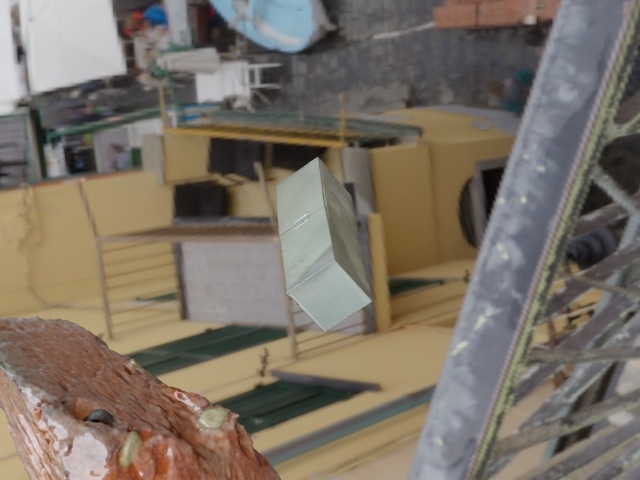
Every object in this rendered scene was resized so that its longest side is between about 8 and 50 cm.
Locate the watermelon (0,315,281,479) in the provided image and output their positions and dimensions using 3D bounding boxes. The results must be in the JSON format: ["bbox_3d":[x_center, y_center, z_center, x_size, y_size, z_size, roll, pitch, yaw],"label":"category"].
[{"bbox_3d":[-0.096,0.138,0.604,0.192,0.139,0.257,8,130,51],"label":"watermelon"}]

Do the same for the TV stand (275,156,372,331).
[{"bbox_3d":[0.000,0.000,1.494,0.082,0.270,0.088,-33,119,14],"label":"TV stand"}]
